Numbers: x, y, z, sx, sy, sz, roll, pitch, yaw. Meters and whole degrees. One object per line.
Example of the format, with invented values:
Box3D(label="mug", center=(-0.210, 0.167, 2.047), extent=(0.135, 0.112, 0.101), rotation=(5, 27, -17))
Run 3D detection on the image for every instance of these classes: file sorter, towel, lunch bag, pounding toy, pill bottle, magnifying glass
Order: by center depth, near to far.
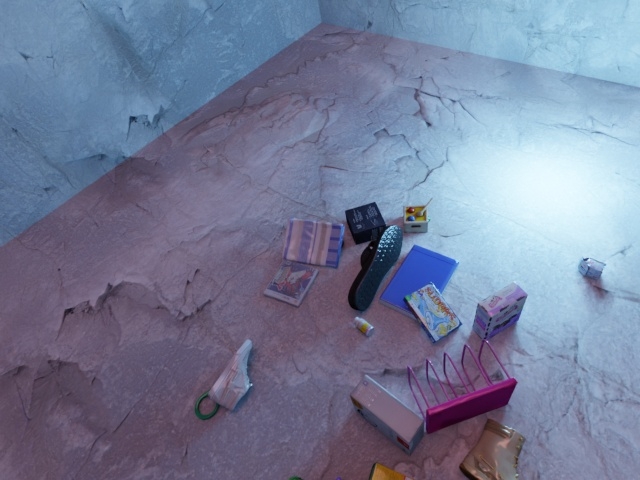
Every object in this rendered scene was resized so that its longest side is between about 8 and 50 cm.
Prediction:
Box3D(label="file sorter", center=(0.454, 0.477, 1.381), extent=(0.290, 0.202, 0.182), rotation=(-19, 48, -3))
Box3D(label="magnifying glass", center=(-0.400, 0.580, 1.610), extent=(0.092, 0.026, 0.231), rotation=(17, 59, 24))
Box3D(label="lunch bag", center=(1.060, 0.109, 1.630), extent=(0.083, 0.071, 0.053), rotation=(31, 68, 30))
Box3D(label="pill bottle", center=(0.170, 0.342, 1.660), extent=(0.043, 0.043, 0.083), rotation=(-41, 54, -20))
Box3D(label="towel", center=(-0.038, 0.007, 1.928), extent=(0.285, 0.034, 0.209), rotation=(8, 84, 21))
Box3D(label="pounding toy", center=(0.458, -0.118, 1.933), extent=(0.141, 0.100, 0.130), rotation=(-2, 51, 12))

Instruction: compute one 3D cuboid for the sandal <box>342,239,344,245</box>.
Box3D(label="sandal", center=(0.000, 0.000, 1.967), extent=(0.219, 0.060, 0.090), rotation=(6, 53, 17))

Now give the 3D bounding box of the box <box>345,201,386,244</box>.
Box3D(label="box", center=(0.214, -0.082, 1.965), extent=(0.158, 0.093, 0.156), rotation=(-16, 50, -2))

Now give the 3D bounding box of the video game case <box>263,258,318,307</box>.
Box3D(label="video game case", center=(-0.132, 0.188, 1.868), extent=(0.183, 0.023, 0.201), rotation=(16, 56, 24))

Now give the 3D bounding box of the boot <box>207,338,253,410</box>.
Box3D(label="boot", center=(-0.308, 0.518, 1.597), extent=(0.123, 0.095, 0.258), rotation=(31, 65, 5))

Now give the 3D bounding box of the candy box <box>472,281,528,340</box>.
Box3D(label="candy box", center=(0.651, 0.262, 1.515), extent=(0.165, 0.196, 0.070), rotation=(-27, 50, -9))

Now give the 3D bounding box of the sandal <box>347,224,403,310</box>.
Box3D(label="sandal", center=(0.221, 0.095, 1.783), extent=(0.107, 0.167, 0.446), rotation=(9, 51, 41))

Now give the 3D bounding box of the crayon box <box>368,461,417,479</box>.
Box3D(label="crayon box", center=(0.194, 0.826, 1.209), extent=(0.165, 0.081, 0.278), rotation=(19, 58, 10))

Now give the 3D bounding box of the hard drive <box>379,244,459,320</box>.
Box3D(label="hard drive", center=(0.416, 0.173, 1.743), extent=(0.210, 0.040, 0.319), rotation=(23, 59, 28))

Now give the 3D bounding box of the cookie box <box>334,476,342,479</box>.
Box3D(label="cookie box", center=(0.059, 0.818, 1.295), extent=(0.092, 0.040, 0.107), rotation=(-35, 52, -17))

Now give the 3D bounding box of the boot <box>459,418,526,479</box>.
Box3D(label="boot", center=(0.585, 0.690, 1.250), extent=(0.262, 0.095, 0.203), rotation=(27, 60, 35))

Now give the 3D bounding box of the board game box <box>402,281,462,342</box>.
Box3D(label="board game box", center=(0.434, 0.277, 1.611), extent=(0.136, 0.035, 0.201), rotation=(-26, 67, -19))

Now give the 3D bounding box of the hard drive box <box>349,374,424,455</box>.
Box3D(label="hard drive box", center=(0.221, 0.575, 1.368), extent=(0.232, 0.181, 0.089), rotation=(30, 63, 32))

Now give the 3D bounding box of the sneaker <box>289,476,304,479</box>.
Box3D(label="sneaker", center=(-0.149, 0.879, 1.256), extent=(0.343, 0.134, 0.146), rotation=(-37, 37, -20))
